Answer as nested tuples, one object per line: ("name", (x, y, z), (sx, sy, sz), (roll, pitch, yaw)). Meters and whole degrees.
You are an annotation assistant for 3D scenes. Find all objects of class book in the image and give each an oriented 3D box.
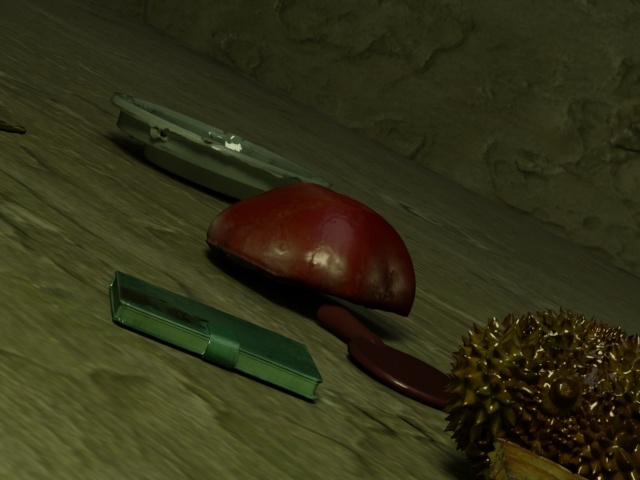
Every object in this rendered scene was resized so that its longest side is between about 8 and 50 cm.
("book", (-0.066, 0.058, 1.193), (0.135, 0.017, 0.103), (23, 7, -11))

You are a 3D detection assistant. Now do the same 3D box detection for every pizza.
("pizza", (0.135, 0.156, 1.024), (0.175, 0.046, 0.134), (19, 10, -37))

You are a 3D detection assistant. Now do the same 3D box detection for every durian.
("durian", (0.153, 0.107, 1.136), (0.158, 0.137, 0.168), (39, -1, 19))

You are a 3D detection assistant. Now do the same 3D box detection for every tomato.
("tomato", (-0.008, -0.003, 1.499), (0.174, 0.082, 0.166), (20, 2, 31))

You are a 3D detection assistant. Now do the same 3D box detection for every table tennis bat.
("table tennis bat", (0.049, 0.084, 1.376), (0.098, 0.019, 0.154), (16, 13, -43))

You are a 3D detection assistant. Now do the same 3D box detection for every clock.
("clock", (-0.106, -0.081, 1.908), (0.236, 0.053, 0.236), (24, 5, -2))

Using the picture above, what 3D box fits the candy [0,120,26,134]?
("candy", (-0.363, -0.118, 1.271), (0.297, 0.081, 0.187), (15, 4, 19))
